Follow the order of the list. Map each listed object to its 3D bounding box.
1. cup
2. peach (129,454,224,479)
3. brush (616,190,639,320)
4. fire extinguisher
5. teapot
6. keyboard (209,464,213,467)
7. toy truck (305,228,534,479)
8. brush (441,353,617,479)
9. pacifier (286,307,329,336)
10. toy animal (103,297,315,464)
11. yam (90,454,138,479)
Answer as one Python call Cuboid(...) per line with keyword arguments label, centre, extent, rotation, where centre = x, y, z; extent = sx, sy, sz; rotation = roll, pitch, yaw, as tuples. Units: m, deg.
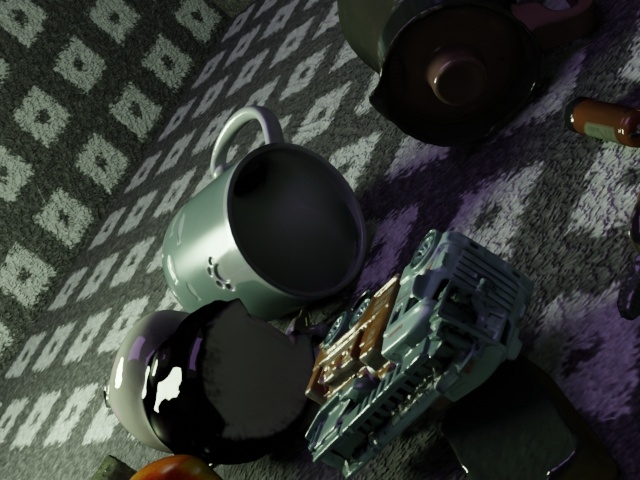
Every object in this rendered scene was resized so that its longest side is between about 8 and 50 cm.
Cuboid(label="cup", centre=(-0.118, -0.039, 1.577), extent=(0.274, 0.259, 0.357), rotation=(-30, 66, 49))
Cuboid(label="peach", centre=(-0.188, 0.379, 1.230), extent=(0.192, 0.190, 0.190), rotation=(-57, 22, -11))
Cuboid(label="brush", centre=(0.377, -0.056, 0.980), extent=(0.051, 0.070, 0.323), rotation=(-10, 48, 61))
Cuboid(label="fire extinguisher", centre=(0.366, -0.144, 1.164), extent=(0.062, 0.050, 0.177), rotation=(-15, 19, -13))
Cuboid(label="teapot", centre=(0.223, -0.342, 1.501), extent=(0.376, 0.306, 0.362), rotation=(-16, 39, 7))
Cuboid(label="keyboard", centre=(-0.201, 0.360, 1.516), extent=(0.129, 0.015, 0.049), rotation=(-39, 25, 27))
Cuboid(label="toy truck", centre=(0.100, 0.128, 1.035), extent=(0.338, 0.133, 0.184), rotation=(-48, 12, 48))
Cuboid(label="brush", centre=(0.196, 0.202, 0.929), extent=(0.123, 0.059, 0.197), rotation=(-49, 21, 10))
Cuboid(label="pacifier", centre=(-0.017, 0.143, 1.466), extent=(0.064, 0.068, 0.083), rotation=(-4, 18, 18))
Cuboid(label="toy animal", centre=(-0.181, 0.215, 1.402), extent=(0.310, 0.251, 0.251), rotation=(-25, 34, 50))
Cuboid(label="yam", centre=(-0.322, 0.408, 1.417), extent=(0.107, 0.107, 0.183), rotation=(-26, 30, 47))
